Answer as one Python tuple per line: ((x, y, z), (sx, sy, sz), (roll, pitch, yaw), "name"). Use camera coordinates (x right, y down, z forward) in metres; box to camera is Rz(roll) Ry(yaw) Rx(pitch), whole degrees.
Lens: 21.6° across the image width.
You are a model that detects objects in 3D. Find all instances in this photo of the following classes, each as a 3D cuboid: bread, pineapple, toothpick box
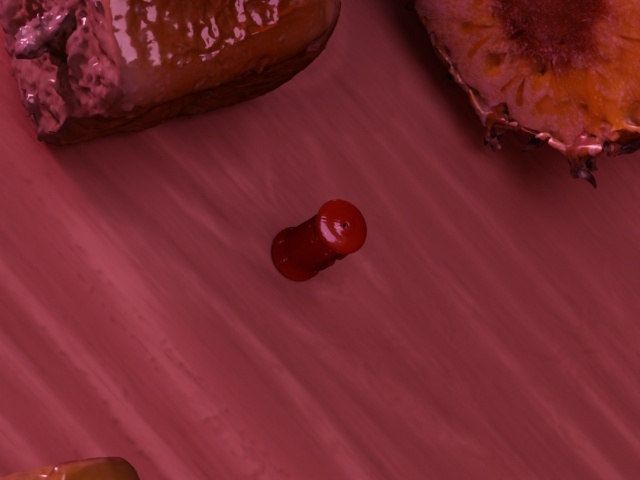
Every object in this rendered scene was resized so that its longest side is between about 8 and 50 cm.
((-0.127, -0.181, 1.261), (0.246, 0.195, 0.176), (-19, 87, -32), "bread")
((0.267, -0.245, 1.433), (0.300, 0.352, 0.352), (-30, 88, -43), "pineapple")
((0.000, 0.000, 1.331), (0.047, 0.083, 0.047), (10, 69, -27), "toothpick box")

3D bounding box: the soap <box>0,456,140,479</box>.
((-0.200, 0.367, 1.077), (0.306, 0.115, 0.427), (-3, 75, -33), "soap")
